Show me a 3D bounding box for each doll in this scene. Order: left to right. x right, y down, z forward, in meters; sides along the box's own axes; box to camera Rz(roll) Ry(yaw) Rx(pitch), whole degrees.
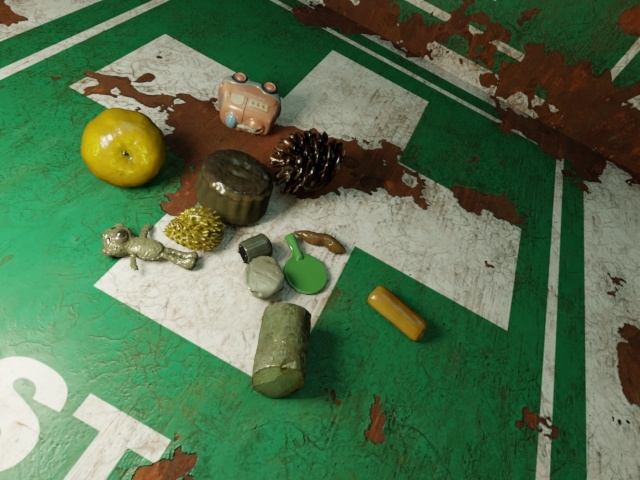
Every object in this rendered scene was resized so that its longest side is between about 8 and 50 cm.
[{"bbox_3d":[-0.556,0.034,1.507,0.285,0.091,0.203,38,52,1],"label":"doll"}]

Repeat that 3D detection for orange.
[{"bbox_3d":[-0.681,-0.322,1.627,0.278,0.279,0.235,-3,25,-25],"label":"orange"}]

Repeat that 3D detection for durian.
[{"bbox_3d":[-0.421,-0.033,1.593,0.182,0.132,0.165,41,64,-17],"label":"durian"}]

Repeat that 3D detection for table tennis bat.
[{"bbox_3d":[-0.070,0.083,1.699,0.160,0.039,0.257,-11,63,-29],"label":"table tennis bat"}]

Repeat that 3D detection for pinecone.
[{"bbox_3d":[-0.064,-0.309,1.844,0.295,0.298,0.242,-13,81,-32],"label":"pinecone"}]

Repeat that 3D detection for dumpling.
[{"bbox_3d":[-0.193,0.125,1.569,0.176,0.092,0.150,-13,65,-30],"label":"dumpling"}]

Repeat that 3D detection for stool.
[{"bbox_3d":[-0.229,0.031,1.635,0.110,0.096,0.096,-22,63,-29],"label":"stool"}]

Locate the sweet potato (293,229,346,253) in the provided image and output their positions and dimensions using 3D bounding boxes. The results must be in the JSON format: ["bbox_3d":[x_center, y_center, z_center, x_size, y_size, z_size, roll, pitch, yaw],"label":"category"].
[{"bbox_3d":[0.001,-0.002,1.785,0.218,0.051,0.065,21,50,-6],"label":"sweet potato"}]

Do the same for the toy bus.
[{"bbox_3d":[-0.320,-0.575,2.047,0.287,0.194,0.232,14,61,-12],"label":"toy bus"}]

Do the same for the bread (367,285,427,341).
[{"bbox_3d":[0.282,0.258,1.675,0.239,0.074,0.092,39,43,10],"label":"bread"}]

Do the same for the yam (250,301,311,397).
[{"bbox_3d":[-0.113,0.319,1.407,0.161,0.161,0.268,16,46,-10],"label":"yam"}]

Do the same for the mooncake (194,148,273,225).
[{"bbox_3d":[-0.316,-0.208,1.734,0.290,0.161,0.291,15,45,-15],"label":"mooncake"}]

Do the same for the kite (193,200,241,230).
[{"bbox_3d":[-0.361,-0.140,1.774,0.322,0.013,0.268,-13,58,-33],"label":"kite"}]
